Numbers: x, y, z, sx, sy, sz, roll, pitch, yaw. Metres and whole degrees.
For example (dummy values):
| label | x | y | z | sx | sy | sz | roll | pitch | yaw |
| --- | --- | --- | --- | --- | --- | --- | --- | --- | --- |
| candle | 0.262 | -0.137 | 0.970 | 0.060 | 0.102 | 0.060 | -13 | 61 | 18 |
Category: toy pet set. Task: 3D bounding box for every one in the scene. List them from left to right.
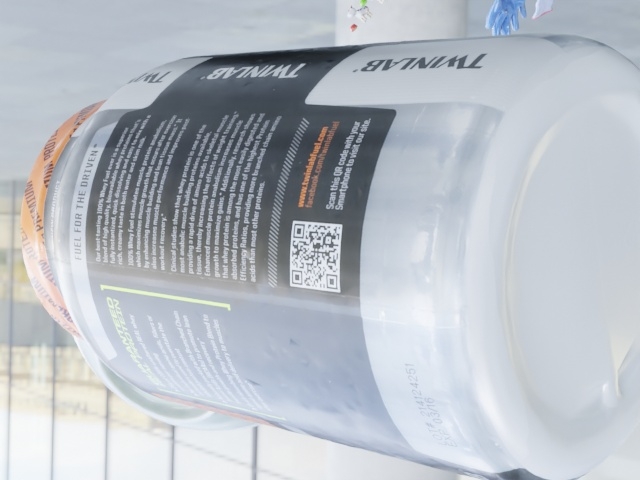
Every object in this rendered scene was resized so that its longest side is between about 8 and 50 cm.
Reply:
| label | x | y | z | sx | sy | sz | roll | pitch | yaw |
| --- | --- | --- | --- | --- | --- | --- | --- | --- | --- |
| toy pet set | 0.085 | -0.459 | 2.035 | 0.114 | 0.065 | 0.122 | -39 | 169 | -27 |

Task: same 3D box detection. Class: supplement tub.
| label | x | y | z | sx | sy | sz | roll | pitch | yaw |
| --- | --- | --- | --- | --- | --- | --- | --- | --- | --- |
| supplement tub | 0.000 | 0.000 | 0.562 | 0.316 | 0.194 | 0.193 | 5 | -177 | 42 |

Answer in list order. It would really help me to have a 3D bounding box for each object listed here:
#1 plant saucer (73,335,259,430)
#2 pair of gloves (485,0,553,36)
| label | x | y | z | sx | sy | sz | roll | pitch | yaw |
| --- | --- | --- | --- | --- | --- | --- | --- | --- | --- |
| plant saucer | -0.226 | 0.169 | 1.698 | 0.400 | 0.400 | 0.100 | 1 | -142 | 23 |
| pair of gloves | 0.364 | -0.427 | 1.909 | 0.198 | 0.023 | 0.159 | -27 | 148 | -24 |
